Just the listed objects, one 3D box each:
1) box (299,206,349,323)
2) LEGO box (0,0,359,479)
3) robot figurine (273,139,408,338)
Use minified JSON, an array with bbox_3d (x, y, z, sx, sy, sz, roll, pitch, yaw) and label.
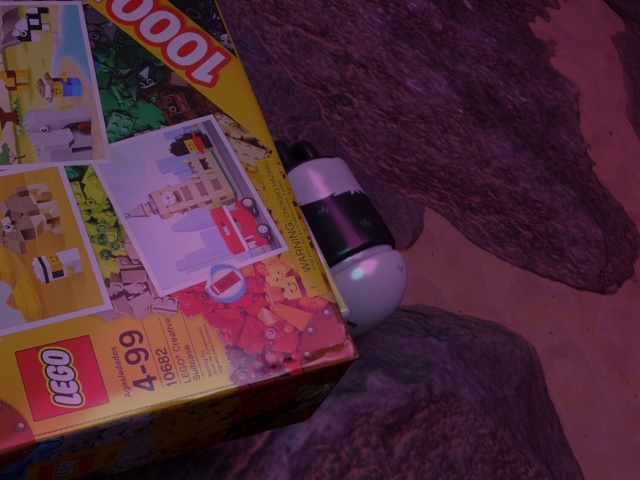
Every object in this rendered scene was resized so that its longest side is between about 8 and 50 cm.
[{"bbox_3d":[-0.134,0.002,1.397,0.232,0.058,0.322,-19,64,-13],"label":"box"},{"bbox_3d":[-0.236,-0.025,1.175,0.372,0.193,0.500,-12,66,-24],"label":"LEGO box"},{"bbox_3d":[-0.003,0.001,1.540,0.209,0.173,0.278,-26,72,-17],"label":"robot figurine"}]
